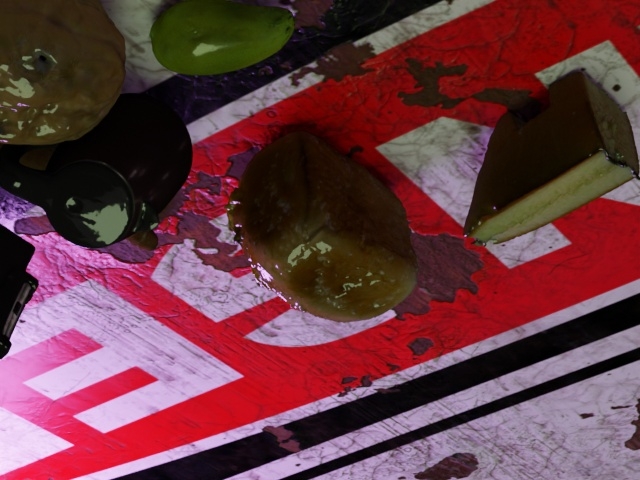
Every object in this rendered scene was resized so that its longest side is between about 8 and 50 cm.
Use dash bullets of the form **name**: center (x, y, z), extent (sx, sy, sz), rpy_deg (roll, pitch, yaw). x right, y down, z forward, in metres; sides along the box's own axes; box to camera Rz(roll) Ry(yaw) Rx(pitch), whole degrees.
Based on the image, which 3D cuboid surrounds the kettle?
- **kettle**: center (-0.259, -0.084, 1.817), extent (0.202, 0.232, 0.144), rpy_deg (24, 109, -1)

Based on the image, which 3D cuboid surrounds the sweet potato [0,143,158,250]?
- **sweet potato**: center (-0.306, -0.065, 2.000), extent (0.108, 0.079, 0.346), rpy_deg (3, 160, 44)

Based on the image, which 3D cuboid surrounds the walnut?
- **walnut**: center (-0.324, -0.198, 1.704), extent (0.245, 0.198, 0.198), rpy_deg (10, 143, -21)

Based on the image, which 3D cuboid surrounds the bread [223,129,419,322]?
- **bread**: center (0.000, 0.000, 2.018), extent (0.176, 0.195, 0.246), rpy_deg (-32, 137, 28)

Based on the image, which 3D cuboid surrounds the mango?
- **mango**: center (-0.109, -0.229, 1.778), extent (0.165, 0.074, 0.091), rpy_deg (-7, 144, 3)

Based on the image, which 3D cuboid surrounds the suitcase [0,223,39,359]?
- **suitcase**: center (-0.555, 0.135, 2.083), extent (0.194, 0.283, 0.434), rpy_deg (36, 132, -20)

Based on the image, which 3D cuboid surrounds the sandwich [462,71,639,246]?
- **sandwich**: center (0.277, -0.091, 1.984), extent (0.236, 0.128, 0.122), rpy_deg (-30, 142, 33)
